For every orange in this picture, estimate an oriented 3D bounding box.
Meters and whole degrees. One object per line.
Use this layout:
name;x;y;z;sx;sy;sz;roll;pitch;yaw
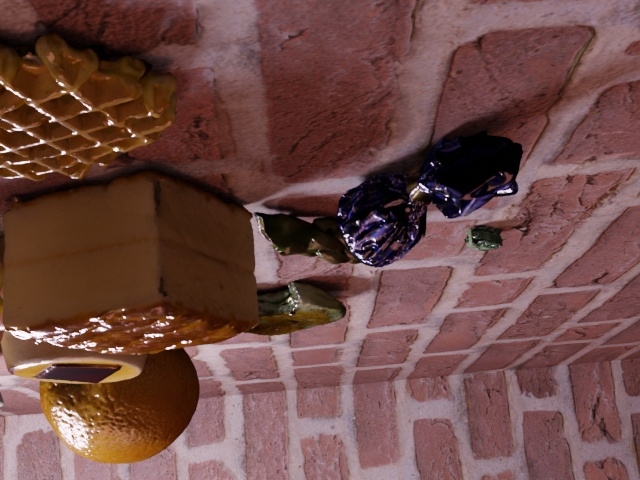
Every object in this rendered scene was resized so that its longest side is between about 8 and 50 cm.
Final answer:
orange;-0.434;0.319;2.312;0.322;0.322;0.357;-10;159;17

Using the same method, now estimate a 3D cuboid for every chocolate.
chocolate;0.154;-0.072;1.442;0.148;0.126;0.343;-43;-174;-35

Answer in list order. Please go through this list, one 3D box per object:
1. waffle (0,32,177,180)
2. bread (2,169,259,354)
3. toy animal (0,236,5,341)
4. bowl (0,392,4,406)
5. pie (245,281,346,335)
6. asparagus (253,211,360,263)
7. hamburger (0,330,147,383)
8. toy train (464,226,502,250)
waffle;-0.302;-0.129;1.143;0.329;0.062;0.329;-6;165;-2
bread;-0.264;0.044;1.527;0.279;0.207;0.279;-12;165;20
toy animal;-0.506;0.057;1.598;0.149;0.165;0.248;-2;159;7
bowl;-0.888;0.324;2.492;0.289;0.146;0.289;-7;166;-2
pie;-0.085;0.148;2.268;0.303;0.066;0.302;-4;166;-1
asparagus;0.000;0.000;1.720;0.287;0.080;0.080;6;162;-39
hamburger;-0.460;0.172;2.026;0.302;0.170;0.302;-2;163;-1
toy train;0.285;-0.002;1.891;0.053;0.033;0.083;-14;163;41
